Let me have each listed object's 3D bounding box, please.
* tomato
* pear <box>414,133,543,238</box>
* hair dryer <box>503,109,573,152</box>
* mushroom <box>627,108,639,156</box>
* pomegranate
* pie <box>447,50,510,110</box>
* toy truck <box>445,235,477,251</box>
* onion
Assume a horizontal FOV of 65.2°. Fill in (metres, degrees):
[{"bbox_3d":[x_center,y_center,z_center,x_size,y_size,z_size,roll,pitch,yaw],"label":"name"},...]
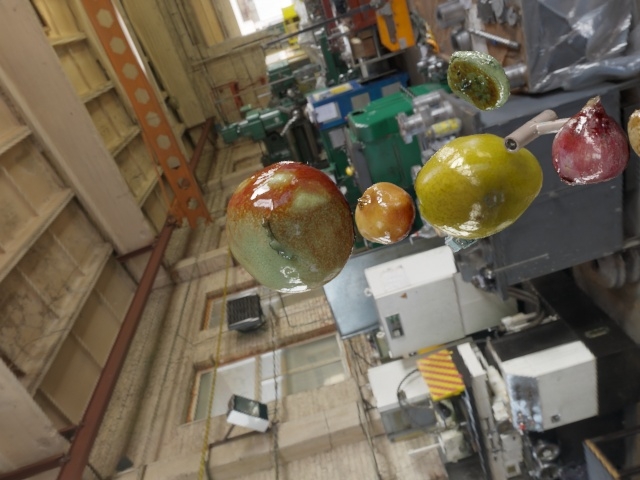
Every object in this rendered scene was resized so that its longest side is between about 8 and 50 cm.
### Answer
[{"bbox_3d":[-0.081,-0.026,1.142,0.304,0.239,0.303,27,138,27],"label":"tomato"},{"bbox_3d":[0.502,-0.146,1.541,0.191,0.387,0.340,-102,-7,-65],"label":"pear"},{"bbox_3d":[0.654,-0.304,1.380,0.220,0.195,0.053,18,136,57],"label":"hair dryer"},{"bbox_3d":[0.945,-0.210,1.324,0.254,0.268,0.267,-110,0,-58],"label":"mushroom"},{"bbox_3d":[0.217,-0.084,1.671,0.209,0.209,0.209,-18,-90,-87],"label":"pomegranate"},{"bbox_3d":[0.400,-0.408,1.286,0.187,0.041,0.187,40,167,11],"label":"pie"},{"bbox_3d":[0.583,-0.014,2.040,0.080,0.115,0.178,42,144,-2],"label":"toy truck"},{"bbox_3d":[0.591,-0.219,1.096,0.159,0.160,0.194,-101,-1,-66],"label":"onion"}]
